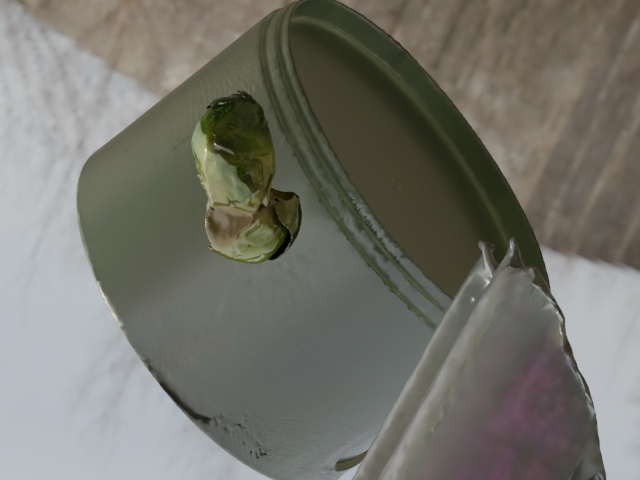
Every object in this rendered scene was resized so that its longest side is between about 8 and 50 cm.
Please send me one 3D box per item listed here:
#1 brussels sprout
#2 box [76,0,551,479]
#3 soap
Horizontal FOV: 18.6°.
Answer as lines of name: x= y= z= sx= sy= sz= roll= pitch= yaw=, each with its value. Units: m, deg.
brussels sprout: x=-0.037 y=-0.023 z=0.869 sx=0.046 sy=0.083 sz=0.051 roll=-10 pitch=-133 yaw=11
box: x=0.000 y=0.000 z=1.057 sx=0.226 sy=0.149 sz=0.226 roll=43 pitch=-155 yaw=-25
soap: x=0.094 y=0.187 z=0.596 sx=0.257 sy=0.302 sz=0.159 roll=28 pitch=175 yaw=1
